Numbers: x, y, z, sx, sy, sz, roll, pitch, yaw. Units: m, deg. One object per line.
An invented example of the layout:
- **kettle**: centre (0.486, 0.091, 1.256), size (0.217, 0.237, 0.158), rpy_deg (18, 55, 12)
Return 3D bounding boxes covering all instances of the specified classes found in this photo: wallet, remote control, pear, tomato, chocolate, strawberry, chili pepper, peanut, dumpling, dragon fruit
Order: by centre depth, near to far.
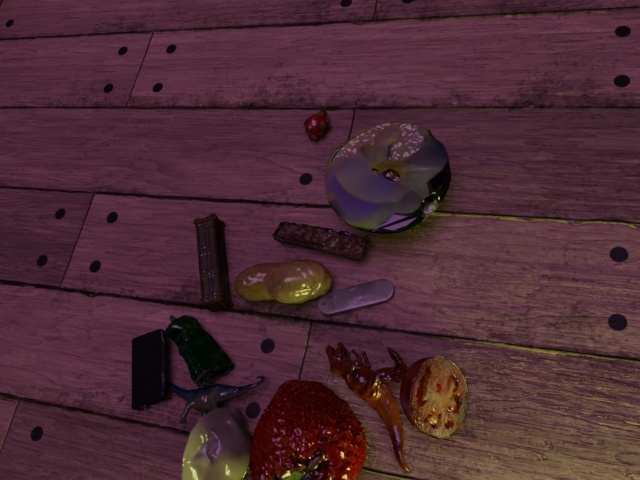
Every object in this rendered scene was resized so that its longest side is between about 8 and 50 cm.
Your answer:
- **tomato**: centre (0.301, 0.423, 1.607), size (0.085, 0.225, 0.225), rpy_deg (-19, 54, 53)
- **strawberry**: centre (-0.032, 0.541, 1.627), size (0.311, 0.267, 0.351), rpy_deg (11, 37, -6)
- **dumpling**: centre (-0.285, 0.614, 1.678), size (0.163, 0.204, 0.293), rpy_deg (18, 64, 12)
- **remote control**: centre (0.110, 0.177, 1.851), size (0.244, 0.022, 0.077), rpy_deg (-16, 61, 11)
- **peanut**: centre (-0.123, 0.132, 1.876), size (0.318, 0.147, 0.148), rpy_deg (-4, 66, 12)
- **pear**: centre (0.222, -0.175, 1.891), size (0.398, 0.165, 0.399), rpy_deg (-7, 65, 14)
- **chili pepper**: centre (-0.405, 0.333, 1.893), size (0.136, 0.099, 0.270), rpy_deg (-31, 55, -26)
- **wallet**: centre (-0.554, 0.419, 1.929), size (0.149, 0.044, 0.250), rpy_deg (-23, 59, 22)
- **chocolate**: centre (0.002, 0.003, 1.937), size (0.329, 0.065, 0.102), rpy_deg (12, 39, 22)
- **dragon fruit**: centre (-0.010, -0.417, 2.123), size (0.086, 0.081, 0.116), rpy_deg (34, 81, 38)

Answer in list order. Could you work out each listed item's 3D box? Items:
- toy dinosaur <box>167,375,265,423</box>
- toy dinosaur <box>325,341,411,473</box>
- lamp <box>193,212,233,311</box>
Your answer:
- **toy dinosaur**: centre (-0.343, 0.489, 1.823), size (0.362, 0.076, 0.147), rpy_deg (-11, 52, 19)
- **toy dinosaur**: centre (0.175, 0.416, 1.681), size (0.208, 0.097, 0.432), rpy_deg (-47, 57, 11)
- **lamp**: centre (-0.364, 0.073, 2.010), size (0.090, 0.089, 0.326), rpy_deg (-16, 62, 11)
